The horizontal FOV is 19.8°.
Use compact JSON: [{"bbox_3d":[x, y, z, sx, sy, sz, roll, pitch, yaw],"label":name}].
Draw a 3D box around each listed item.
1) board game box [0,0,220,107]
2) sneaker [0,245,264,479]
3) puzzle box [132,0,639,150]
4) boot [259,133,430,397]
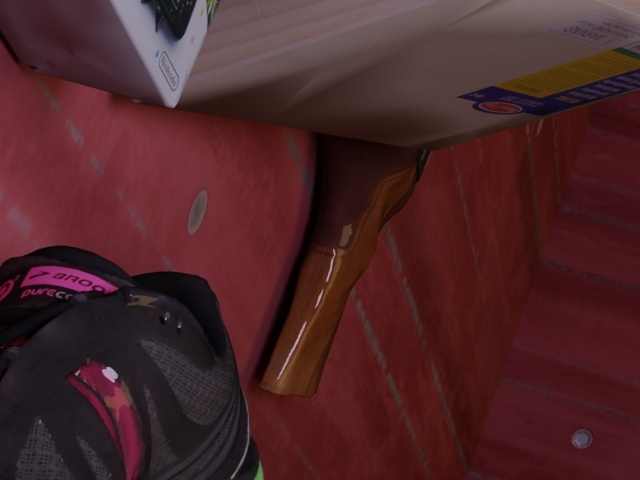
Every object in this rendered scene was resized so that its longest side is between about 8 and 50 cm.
[{"bbox_3d":[-0.084,-0.254,0.932,0.224,0.097,0.303,69,39,-68],"label":"board game box"},{"bbox_3d":[-0.166,0.108,0.967,0.483,0.185,0.202,-24,111,-76],"label":"sneaker"},{"bbox_3d":[0.094,-0.131,1.223,0.409,0.272,0.052,3,73,-60],"label":"puzzle box"},{"bbox_3d":[0.000,0.000,1.624,0.280,0.096,0.264,-65,173,-4],"label":"boot"}]
